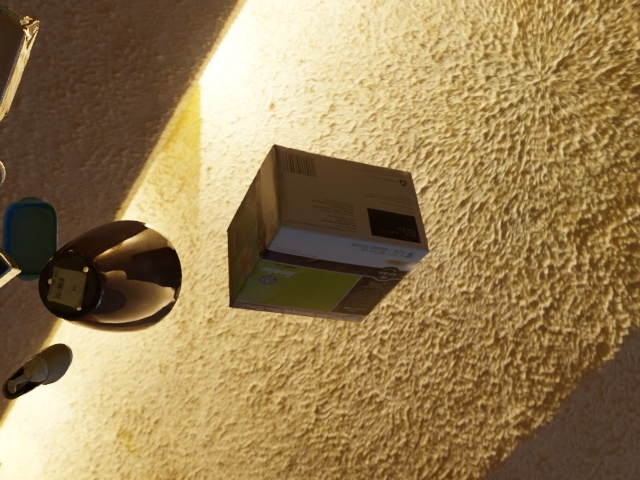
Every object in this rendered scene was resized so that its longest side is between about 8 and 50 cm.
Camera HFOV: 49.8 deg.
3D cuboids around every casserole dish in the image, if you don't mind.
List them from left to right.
[{"bbox_3d":[-0.642,-0.002,1.531,0.114,0.037,0.188,-1,-100,-10],"label":"casserole dish"}]

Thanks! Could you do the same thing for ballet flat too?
[{"bbox_3d":[-0.686,0.320,1.650,0.248,0.086,0.086,-34,-89,33],"label":"ballet flat"}]

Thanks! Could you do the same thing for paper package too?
[{"bbox_3d":[-0.906,-0.463,1.680,0.325,0.168,0.309,22,-68,-19],"label":"paper package"}]

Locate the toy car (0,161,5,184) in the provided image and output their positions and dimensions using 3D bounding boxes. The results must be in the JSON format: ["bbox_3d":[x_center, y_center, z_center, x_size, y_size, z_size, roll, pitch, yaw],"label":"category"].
[{"bbox_3d":[-0.712,-0.142,1.319,0.182,0.159,0.136,6,-60,10],"label":"toy car"}]

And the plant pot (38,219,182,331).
[{"bbox_3d":[-0.381,0.070,1.195,0.216,0.230,0.215,0,-89,7],"label":"plant pot"}]

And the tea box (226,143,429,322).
[{"bbox_3d":[0.000,0.000,1.481,0.329,0.219,0.323,10,-38,-23],"label":"tea box"}]

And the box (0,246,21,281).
[{"bbox_3d":[-0.685,0.030,1.062,0.294,0.183,0.296,-41,-80,-15],"label":"box"}]
